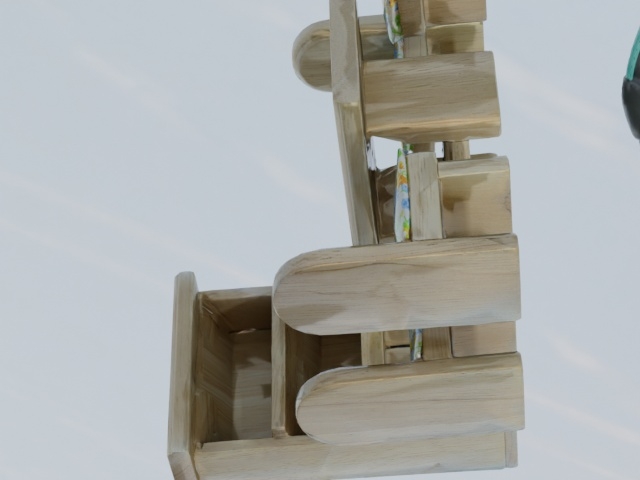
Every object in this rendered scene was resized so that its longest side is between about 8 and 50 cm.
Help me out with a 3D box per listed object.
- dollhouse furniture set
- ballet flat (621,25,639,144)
[{"bbox_3d":[0.000,0.000,0.795,0.161,0.212,0.242,-5,139,4],"label":"dollhouse furniture set"},{"bbox_3d":[0.253,-0.077,0.690,0.280,0.096,0.095,-4,-167,-13],"label":"ballet flat"}]
